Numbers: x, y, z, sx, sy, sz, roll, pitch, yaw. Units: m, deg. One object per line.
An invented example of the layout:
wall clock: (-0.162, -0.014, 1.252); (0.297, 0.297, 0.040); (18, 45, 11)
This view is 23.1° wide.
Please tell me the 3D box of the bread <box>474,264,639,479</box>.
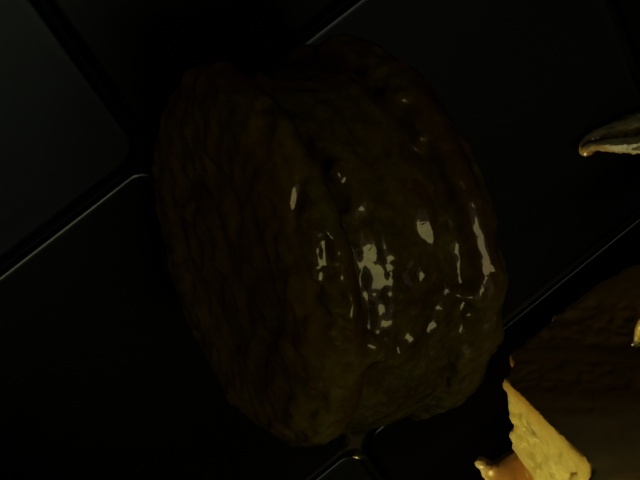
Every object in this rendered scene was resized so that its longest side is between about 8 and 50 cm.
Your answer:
bread: (0.221, 0.135, 0.912); (0.224, 0.211, 0.184); (-25, 122, -10)

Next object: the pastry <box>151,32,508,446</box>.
pastry: (0.000, 0.000, 0.712); (0.103, 0.189, 0.189); (-18, 126, -25)

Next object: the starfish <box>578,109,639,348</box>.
starfish: (0.266, -0.024, 0.904); (0.247, 0.138, 0.050); (-7, 160, -24)
